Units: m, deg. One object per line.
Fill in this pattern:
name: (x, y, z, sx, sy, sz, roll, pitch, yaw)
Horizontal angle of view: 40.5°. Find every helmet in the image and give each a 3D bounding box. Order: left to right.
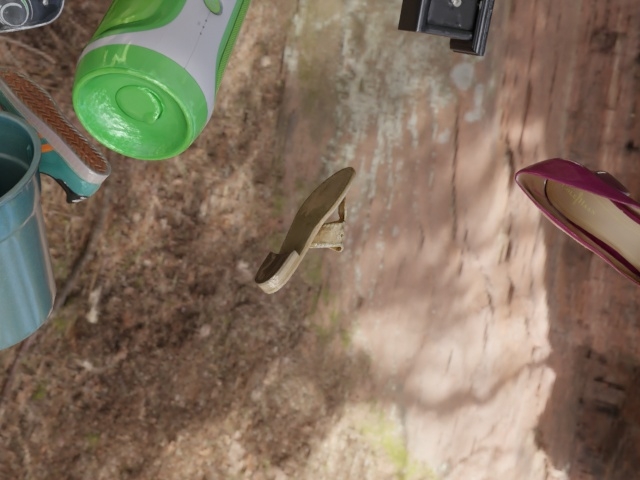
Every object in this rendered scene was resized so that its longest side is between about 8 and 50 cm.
helmet: (-0.441, -0.386, 1.212, 0.169, 0.169, 0.161, -49, 140, -50)

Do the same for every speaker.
speaker: (-0.133, -0.217, 0.824, 0.131, 0.131, 0.296, 77, 21, -49)

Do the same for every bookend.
bookend: (0.103, -0.286, 0.912, 0.072, 0.157, 0.156, -133, -129, -69)

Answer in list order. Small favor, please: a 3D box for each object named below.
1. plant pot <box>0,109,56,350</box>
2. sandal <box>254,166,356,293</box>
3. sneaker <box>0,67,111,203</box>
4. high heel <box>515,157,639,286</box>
plant pot: (-0.620, 0.001, 1.504, 0.341, 0.341, 0.334, -55, 153, -43)
sandal: (-0.004, 0.000, 1.332, 0.079, 0.088, 0.240, 48, 65, -26)
sneaker: (-0.552, -0.200, 1.701, 0.121, 0.302, 0.108, -43, 178, 23)
high heel: (0.431, 0.014, 1.208, 0.181, 0.377, 0.127, 0, 122, -34)
